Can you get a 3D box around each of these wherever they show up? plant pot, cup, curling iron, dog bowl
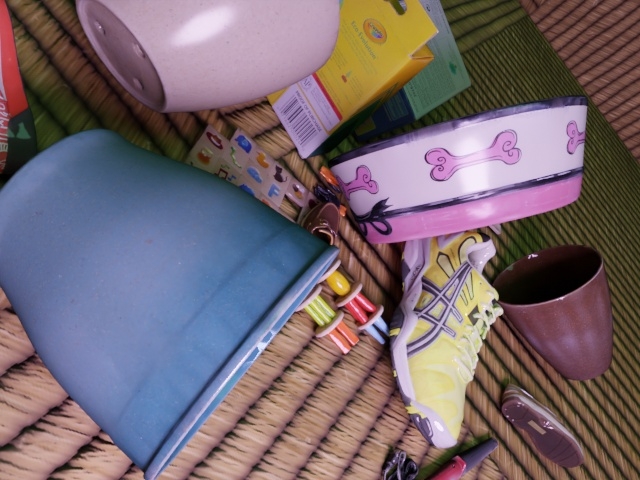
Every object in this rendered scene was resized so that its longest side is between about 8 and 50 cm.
[{"bbox_3d":[-0.163,0.036,0.523,0.255,0.271,0.271,39,42,4],"label":"plant pot"},{"bbox_3d":[0.495,0.162,1.086,0.215,0.215,0.230,-46,113,-48],"label":"plant pot"},{"bbox_3d":[-0.175,-0.308,0.721,0.331,0.331,0.237,48,68,-7],"label":"cup"},{"bbox_3d":[0.194,0.331,0.803,0.274,0.035,0.068,4,62,-40],"label":"curling iron"},{"bbox_3d":[0.225,-0.103,0.871,0.408,0.408,0.150,-16,93,-46],"label":"dog bowl"}]

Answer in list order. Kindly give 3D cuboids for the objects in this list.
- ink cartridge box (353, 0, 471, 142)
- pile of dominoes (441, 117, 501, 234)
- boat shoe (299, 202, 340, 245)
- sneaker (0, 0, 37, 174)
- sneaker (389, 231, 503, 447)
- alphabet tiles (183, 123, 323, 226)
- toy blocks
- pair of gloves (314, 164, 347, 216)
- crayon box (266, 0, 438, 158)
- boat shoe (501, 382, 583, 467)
[{"bbox_3d":[0.138,-0.376,1.091,0.395,0.151,0.269,-39,108,-50],"label":"ink cartridge box"},{"bbox_3d":[0.342,-0.149,1.266,0.251,0.040,0.195,38,46,-27],"label":"pile of dominoes"},{"bbox_3d":[0.000,0.000,0.811,0.064,0.060,0.178,47,41,-18],"label":"boat shoe"},{"bbox_3d":[-0.407,-0.193,0.561,0.145,0.090,0.270,-8,72,-47],"label":"sneaker"},{"bbox_3d":[0.204,0.125,0.841,0.145,0.147,0.384,50,38,-42],"label":"sneaker"},{"bbox_3d":[-0.097,-0.059,0.797,0.237,0.009,0.198,41,44,-23],"label":"alphabet tiles"},{"bbox_3d":[0.042,0.115,0.793,0.148,0.054,0.123,48,41,-8],"label":"toy blocks"},{"bbox_3d":[0.021,-0.087,0.940,0.074,0.010,0.083,34,48,-23],"label":"pair of gloves"},{"bbox_3d":[0.039,-0.304,0.867,0.081,0.319,0.202,-23,81,-48],"label":"crayon box"},{"bbox_3d":[0.410,0.333,0.980,0.190,0.068,0.072,46,31,-9],"label":"boat shoe"}]
